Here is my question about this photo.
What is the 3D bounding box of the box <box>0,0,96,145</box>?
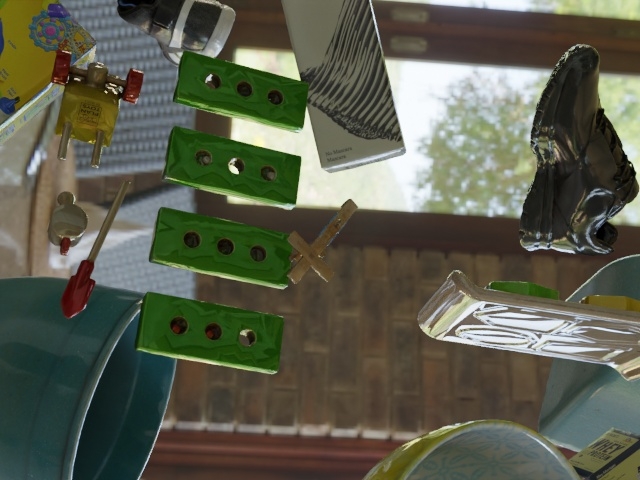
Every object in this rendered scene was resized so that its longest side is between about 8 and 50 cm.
[{"bbox_3d":[-0.456,-0.231,1.151,0.279,0.290,0.177,-43,-171,-10],"label":"box"}]

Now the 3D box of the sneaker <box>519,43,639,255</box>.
[{"bbox_3d":[0.310,-0.098,1.185,0.286,0.130,0.109,84,29,-44],"label":"sneaker"}]

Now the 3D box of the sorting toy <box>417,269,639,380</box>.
[{"bbox_3d":[0.196,0.069,0.860,0.193,0.208,0.038,105,-2,-75],"label":"sorting toy"}]

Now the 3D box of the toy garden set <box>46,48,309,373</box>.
[{"bbox_3d":[-0.122,-0.030,0.794,0.049,0.203,0.244,140,-41,-64],"label":"toy garden set"}]

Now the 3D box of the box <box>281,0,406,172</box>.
[{"bbox_3d":[0.025,-0.230,1.278,0.094,0.113,0.275,-6,81,-83],"label":"box"}]

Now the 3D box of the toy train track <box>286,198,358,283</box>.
[{"bbox_3d":[0.000,0.000,0.794,0.083,0.048,0.014,-51,-160,-23],"label":"toy train track"}]

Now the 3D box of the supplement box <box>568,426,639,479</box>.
[{"bbox_3d":[0.321,0.262,1.102,0.083,0.083,0.056,63,-18,-9],"label":"supplement box"}]

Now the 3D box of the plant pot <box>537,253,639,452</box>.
[{"bbox_3d":[0.477,0.159,1.401,0.252,0.247,0.248,108,3,-56],"label":"plant pot"}]

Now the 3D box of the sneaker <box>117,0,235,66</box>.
[{"bbox_3d":[-0.179,-0.261,1.173,0.079,0.121,0.217,-67,-161,-4],"label":"sneaker"}]

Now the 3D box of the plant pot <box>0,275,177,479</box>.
[{"bbox_3d":[-0.326,0.155,1.120,0.271,0.255,0.272,16,90,-80],"label":"plant pot"}]

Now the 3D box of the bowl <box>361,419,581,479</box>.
[{"bbox_3d":[0.099,0.301,0.899,0.156,0.289,0.290,-10,-106,53],"label":"bowl"}]
